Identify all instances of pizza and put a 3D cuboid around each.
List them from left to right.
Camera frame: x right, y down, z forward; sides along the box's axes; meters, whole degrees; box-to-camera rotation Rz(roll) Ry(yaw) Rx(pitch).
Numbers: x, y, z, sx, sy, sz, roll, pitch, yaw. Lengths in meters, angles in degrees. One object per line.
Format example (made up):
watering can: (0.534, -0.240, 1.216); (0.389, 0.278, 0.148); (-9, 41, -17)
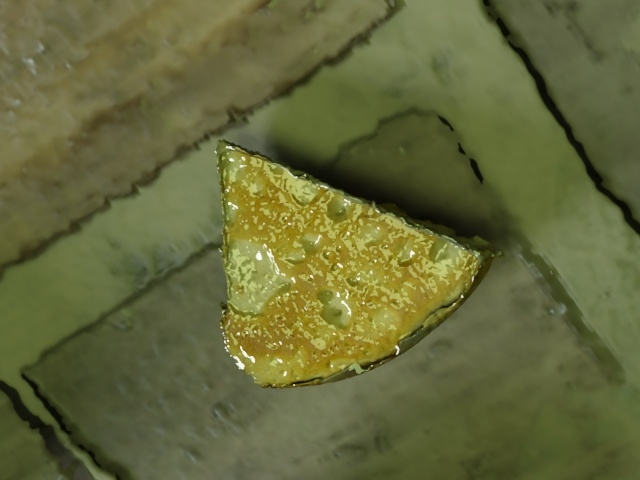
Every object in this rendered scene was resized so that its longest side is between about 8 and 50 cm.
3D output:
pizza: (0.000, 0.000, 0.666); (0.123, 0.026, 0.108); (-29, 103, 27)
